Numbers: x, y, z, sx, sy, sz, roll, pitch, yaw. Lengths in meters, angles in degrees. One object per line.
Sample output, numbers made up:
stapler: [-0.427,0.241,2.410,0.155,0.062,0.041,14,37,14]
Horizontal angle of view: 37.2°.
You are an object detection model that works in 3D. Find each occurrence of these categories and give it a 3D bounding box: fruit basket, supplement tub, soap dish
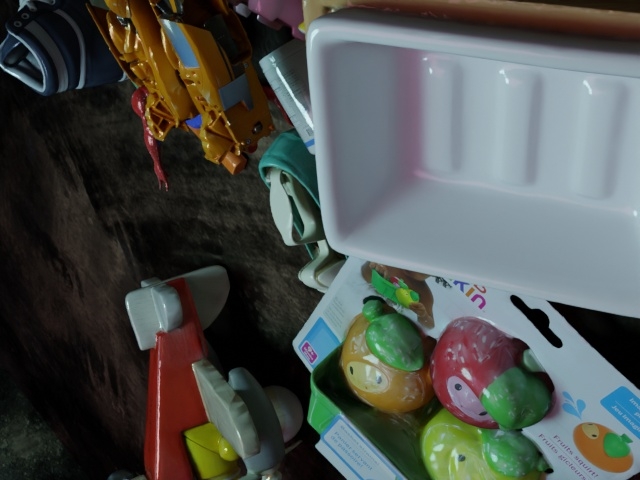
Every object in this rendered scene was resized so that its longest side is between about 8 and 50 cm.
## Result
fruit basket: [0.125,0.149,0.924,0.327,0.165,0.353,44,149,9]
supplement tub: [-0.005,-0.144,0.928,0.071,0.071,0.107,-17,104,58]
soap dish: [0.139,-0.075,0.670,0.290,0.118,0.229,11,133,20]

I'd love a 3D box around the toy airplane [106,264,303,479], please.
toy airplane: [-0.155,0.224,1.368,0.384,0.272,0.386,112,155,-44]

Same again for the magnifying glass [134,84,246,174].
magnifying glass: [-0.173,-0.173,1.186,0.231,0.026,0.092,49,149,13]

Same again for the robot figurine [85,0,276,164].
robot figurine: [-0.148,-0.212,0.823,0.211,0.085,0.291,23,147,48]

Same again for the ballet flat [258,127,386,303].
ballet flat: [0.000,0.000,1.047,0.083,0.087,0.247,-5,116,55]

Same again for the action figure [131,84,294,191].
action figure: [-0.126,-0.120,1.078,0.280,0.091,0.139,23,138,49]

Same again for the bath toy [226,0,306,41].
bath toy: [-0.045,-0.260,0.831,0.348,0.129,0.151,32,-173,37]

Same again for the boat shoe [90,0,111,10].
boat shoe: [-0.201,-0.296,1.028,0.307,0.104,0.111,53,141,7]

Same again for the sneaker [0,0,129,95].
sneaker: [-0.340,-0.303,1.142,0.282,0.153,0.099,61,149,4]
